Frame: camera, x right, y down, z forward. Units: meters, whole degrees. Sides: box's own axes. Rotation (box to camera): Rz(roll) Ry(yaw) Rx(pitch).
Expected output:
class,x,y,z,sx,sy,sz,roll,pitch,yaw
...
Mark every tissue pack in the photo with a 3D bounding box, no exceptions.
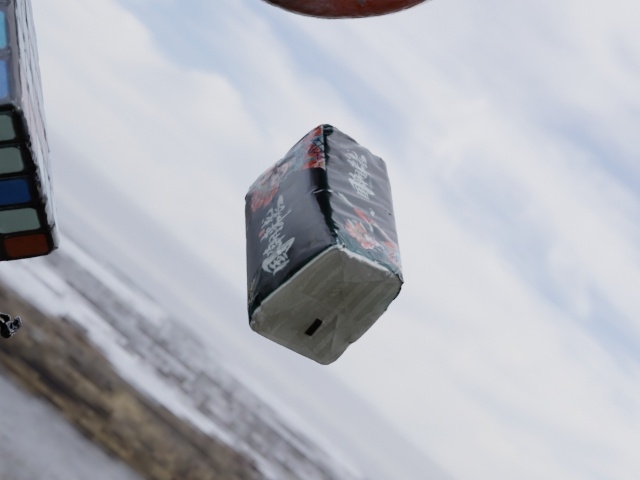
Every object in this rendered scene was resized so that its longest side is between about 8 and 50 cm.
class,x,y,z,sx,sy,sz,roll,pitch,yaw
tissue pack,0.000,0.000,1.224,0.090,0.103,0.170,34,26,-26

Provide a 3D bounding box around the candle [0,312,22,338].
class,x,y,z,sx,sy,sz,roll,pitch,yaw
candle,-0.277,0.046,1.137,0.167,0.026,0.021,16,47,-43

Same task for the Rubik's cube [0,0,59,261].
class,x,y,z,sx,sy,sz,roll,pitch,yaw
Rubik's cube,-0.264,-0.097,0.987,0.184,0.182,0.187,94,-13,-64

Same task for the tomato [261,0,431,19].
class,x,y,z,sx,sy,sz,roll,pitch,yaw
tomato,0.026,-0.310,1.277,0.270,0.270,0.227,43,19,-32
